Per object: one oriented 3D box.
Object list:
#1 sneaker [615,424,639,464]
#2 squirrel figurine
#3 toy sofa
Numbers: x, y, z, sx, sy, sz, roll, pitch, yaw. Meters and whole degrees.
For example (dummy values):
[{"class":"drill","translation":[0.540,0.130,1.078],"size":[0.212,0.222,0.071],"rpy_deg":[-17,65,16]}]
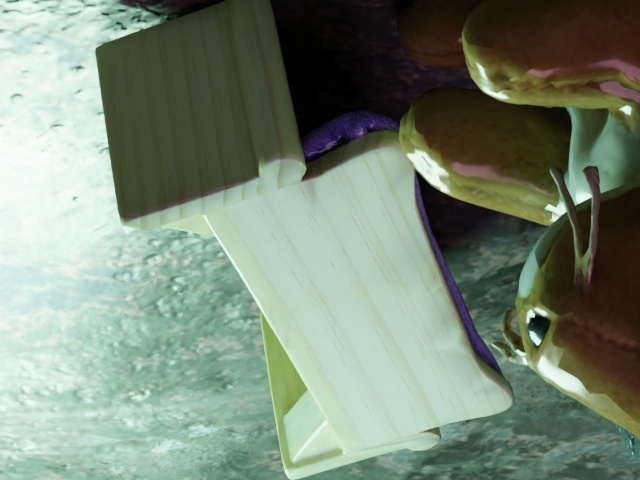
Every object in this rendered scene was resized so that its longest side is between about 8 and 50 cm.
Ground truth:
[{"class":"sneaker","translation":[0.322,0.065,1.434],"size":[0.122,0.110,0.283],"rpy_deg":[-12,151,-23]},{"class":"squirrel figurine","translation":[0.248,-0.047,1.014],"size":[0.397,0.370,0.281],"rpy_deg":[9,141,-20]},{"class":"toy sofa","translation":[0.000,0.000,1.232],"size":[0.177,0.150,0.362],"rpy_deg":[-18,143,8]}]
